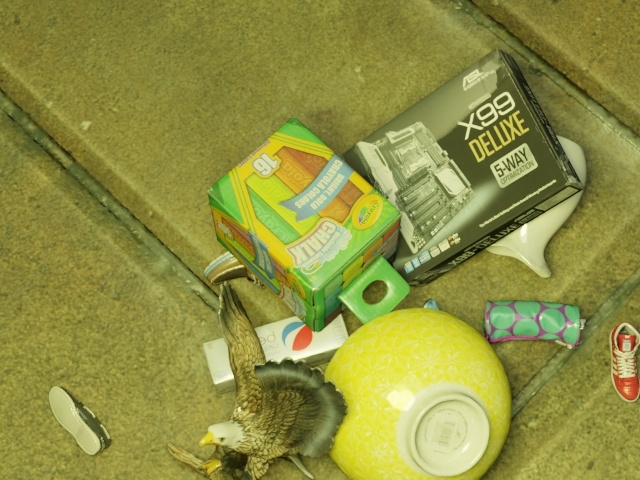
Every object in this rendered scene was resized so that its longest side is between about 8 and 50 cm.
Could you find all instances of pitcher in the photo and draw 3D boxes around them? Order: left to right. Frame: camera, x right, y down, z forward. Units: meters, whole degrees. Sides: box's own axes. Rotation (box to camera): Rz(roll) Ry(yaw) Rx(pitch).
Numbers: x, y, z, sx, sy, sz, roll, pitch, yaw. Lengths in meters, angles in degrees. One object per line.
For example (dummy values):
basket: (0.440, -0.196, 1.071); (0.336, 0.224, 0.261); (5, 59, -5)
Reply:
pitcher: (0.311, -0.067, 1.895); (0.178, 0.125, 0.207); (20, 84, 16)

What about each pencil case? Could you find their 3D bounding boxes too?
pencil case: (0.323, 0.128, 1.850); (0.152, 0.064, 0.070); (3, 66, 3)

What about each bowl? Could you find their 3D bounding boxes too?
bowl: (0.153, 0.250, 1.697); (0.289, 0.156, 0.289); (-3, 101, -15)

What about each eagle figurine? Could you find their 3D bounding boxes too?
eagle figurine: (-0.086, 0.236, 1.689); (0.226, 0.225, 0.298); (21, 107, 0)

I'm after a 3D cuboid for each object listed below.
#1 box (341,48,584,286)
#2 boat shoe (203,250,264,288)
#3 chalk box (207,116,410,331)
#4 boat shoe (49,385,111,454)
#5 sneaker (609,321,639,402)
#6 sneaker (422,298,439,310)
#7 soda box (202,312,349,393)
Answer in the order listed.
box: (0.212, -0.107, 1.853); (0.307, 0.076, 0.242); (-33, 70, 25)
boat shoe: (-0.090, 0.037, 1.895); (0.183, 0.066, 0.066); (-21, 73, -5)
chalk box: (0.000, 0.000, 1.775); (0.289, 0.179, 0.180); (42, 72, 17)
boat shoe: (-0.364, 0.269, 1.839); (0.125, 0.038, 0.046); (45, 120, 21)
sneaker: (0.461, 0.181, 1.825); (0.042, 0.067, 0.118); (-6, 71, 0)
sneaker: (0.207, 0.159, 1.844); (0.073, 0.063, 0.162); (-28, 81, -1)
soda box: (-0.065, 0.166, 1.844); (0.216, 0.074, 0.069); (-16, 70, -4)
